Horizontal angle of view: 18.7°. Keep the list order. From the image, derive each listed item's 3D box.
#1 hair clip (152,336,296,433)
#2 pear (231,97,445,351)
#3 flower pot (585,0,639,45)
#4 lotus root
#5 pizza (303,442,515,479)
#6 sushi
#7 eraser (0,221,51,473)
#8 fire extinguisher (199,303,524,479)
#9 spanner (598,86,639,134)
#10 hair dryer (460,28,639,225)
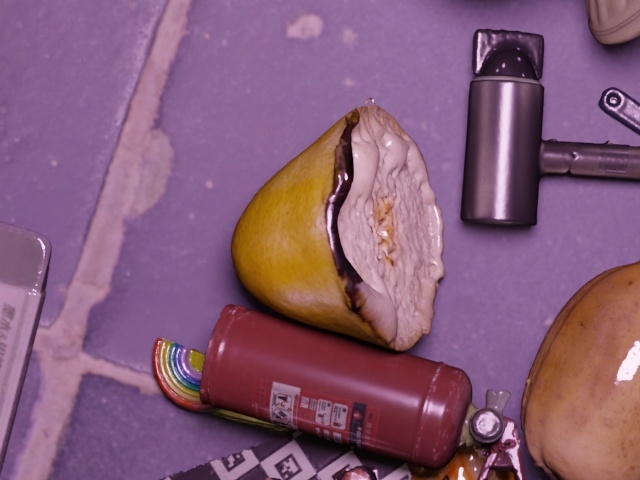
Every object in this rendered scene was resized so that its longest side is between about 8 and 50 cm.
[{"bbox_3d":[-0.087,0.157,1.972,0.188,0.033,0.060,20,91,1],"label":"hair clip"},{"bbox_3d":[0.001,0.001,1.883,0.178,0.267,0.267,-13,90,23],"label":"pear"},{"bbox_3d":[0.251,-0.343,1.852,0.244,0.307,0.307,37,91,-15],"label":"flower pot"},{"bbox_3d":[0.308,0.107,1.892,0.183,0.183,0.310,27,87,1],"label":"lotus root"},{"bbox_3d":[0.060,0.267,1.951,0.297,0.071,0.189,-4,94,7],"label":"pizza"},{"bbox_3d":[-0.037,0.287,1.908,0.279,0.043,0.192,-20,74,7],"label":"sushi"},{"bbox_3d":[-0.350,0.155,1.964,0.089,0.061,0.352,15,90,2],"label":"eraser"},{"bbox_3d":[0.049,0.174,1.874,0.337,0.106,0.147,16,82,12],"label":"fire extinguisher"},{"bbox_3d":[0.370,-0.088,1.971,0.208,0.012,0.046,35,92,1],"label":"spanner"},{"bbox_3d":[0.269,-0.107,1.950,0.248,0.078,0.195,4,90,-5],"label":"hair dryer"}]
